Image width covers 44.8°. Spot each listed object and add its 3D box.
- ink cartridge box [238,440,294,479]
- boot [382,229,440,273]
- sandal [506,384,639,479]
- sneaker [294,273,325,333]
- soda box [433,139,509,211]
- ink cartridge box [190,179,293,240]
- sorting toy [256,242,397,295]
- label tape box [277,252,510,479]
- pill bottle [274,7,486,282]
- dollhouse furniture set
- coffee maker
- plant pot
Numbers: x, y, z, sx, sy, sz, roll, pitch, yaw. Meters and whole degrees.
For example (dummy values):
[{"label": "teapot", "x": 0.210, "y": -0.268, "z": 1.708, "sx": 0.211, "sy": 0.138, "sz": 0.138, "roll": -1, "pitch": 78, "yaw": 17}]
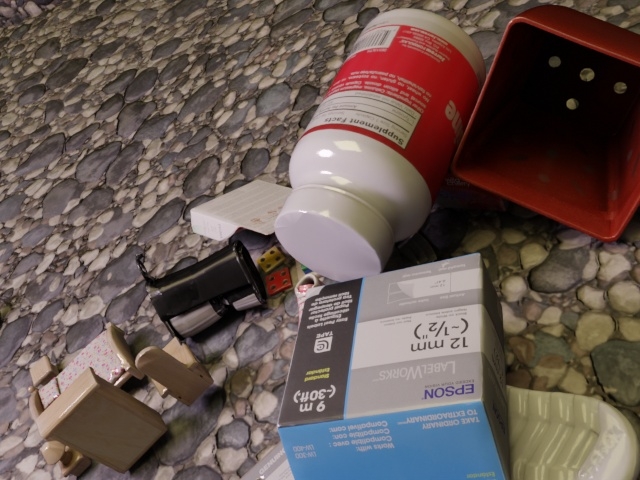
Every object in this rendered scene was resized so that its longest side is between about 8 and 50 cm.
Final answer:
[{"label": "ink cartridge box", "x": -0.015, "y": 0.407, "z": 0.952, "sx": 0.309, "sy": 0.130, "sz": 0.272, "roll": -41, "pitch": 40, "yaw": -10}, {"label": "boot", "x": 0.104, "y": 0.028, "z": 1.271, "sx": 0.161, "sy": 0.083, "sz": 0.247, "roll": -29, "pitch": 61, "yaw": 0}, {"label": "sandal", "x": 0.205, "y": 0.252, "z": 0.993, "sx": 0.416, "sy": 0.102, "sz": 0.170, "roll": 8, "pitch": 71, "yaw": 46}, {"label": "sneaker", "x": -0.021, "y": 0.115, "z": 1.285, "sx": 0.050, "sy": 0.070, "sz": 0.134, "roll": -8, "pitch": 48, "yaw": 23}, {"label": "soda box", "x": 0.202, "y": -0.116, "z": 1.352, "sx": 0.263, "sy": 0.092, "sz": 0.083, "roll": 5, "pitch": 52, "yaw": 35}, {"label": "ink cartridge box", "x": -0.107, "y": -0.046, "z": 1.456, "sx": 0.224, "sy": 0.056, "sz": 0.181, "roll": 19, "pitch": 36, "yaw": 41}, {"label": "sorting toy", "x": 0.000, "y": 0.000, "z": 1.402, "sx": 0.274, "sy": 0.046, "sz": 0.132, "roll": -23, "pitch": 42, "yaw": 12}, {"label": "label tape box", "x": 0.088, "y": 0.188, "z": 0.927, "sx": 0.249, "sy": 0.115, "sz": 0.348, "roll": -12, "pitch": 36, "yaw": 21}, {"label": "pill bottle", "x": 0.092, "y": -0.146, "z": 1.208, "sx": 0.229, "sy": 0.229, "sz": 0.408, "roll": 6, "pitch": 56, "yaw": 36}, {"label": "dollhouse furniture set", "x": -0.397, "y": 0.202, "z": 1.326, "sx": 0.303, "sy": 0.174, "sz": 0.355, "roll": -44, "pitch": 42, "yaw": -1}, {"label": "coffee maker", "x": -0.206, "y": 0.072, "z": 1.364, "sx": 0.178, "sy": 0.171, "sz": 0.120, "roll": -27, "pitch": 33, "yaw": 5}, {"label": "plant pot", "x": 0.388, "y": -0.207, "z": 1.167, "sx": 0.267, "sy": 0.267, "sz": 0.236, "roll": 25, "pitch": 41, "yaw": 10}]
